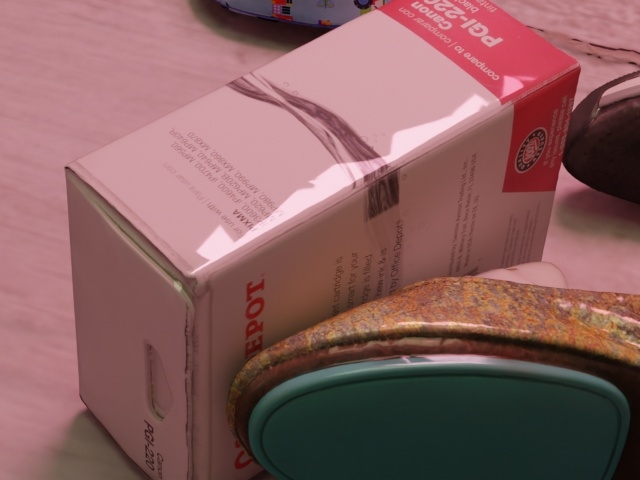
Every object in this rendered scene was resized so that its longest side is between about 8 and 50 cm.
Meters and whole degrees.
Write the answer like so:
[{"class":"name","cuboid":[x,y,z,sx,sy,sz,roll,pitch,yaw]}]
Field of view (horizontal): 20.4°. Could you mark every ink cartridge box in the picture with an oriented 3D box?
[{"class":"ink cartridge box","cuboid":[0.000,0.000,0.792,0.218,0.158,0.092,-31,56,-30]}]

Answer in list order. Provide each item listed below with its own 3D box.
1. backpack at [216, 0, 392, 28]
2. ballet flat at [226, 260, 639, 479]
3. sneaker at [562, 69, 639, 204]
[{"class":"backpack","cuboid":[0.003,-0.206,1.029,0.158,0.117,0.173,12,49,10]},{"class":"ballet flat","cuboid":[0.132,0.060,0.774,0.349,0.123,0.123,4,45,-7]},{"class":"sneaker","cuboid":[0.235,-0.015,0.874,0.229,0.086,0.132,3,48,-2]}]
